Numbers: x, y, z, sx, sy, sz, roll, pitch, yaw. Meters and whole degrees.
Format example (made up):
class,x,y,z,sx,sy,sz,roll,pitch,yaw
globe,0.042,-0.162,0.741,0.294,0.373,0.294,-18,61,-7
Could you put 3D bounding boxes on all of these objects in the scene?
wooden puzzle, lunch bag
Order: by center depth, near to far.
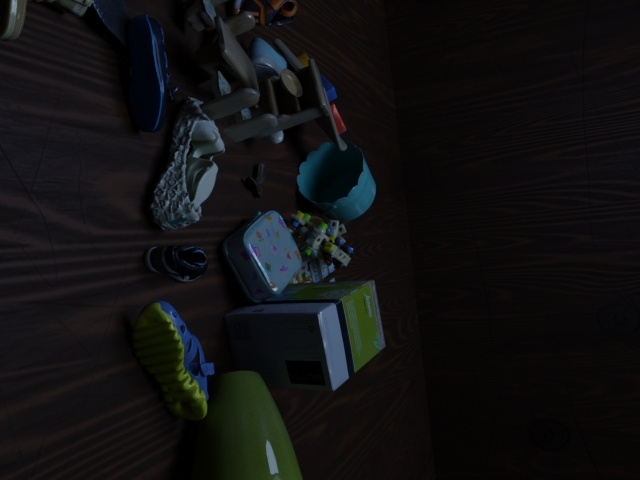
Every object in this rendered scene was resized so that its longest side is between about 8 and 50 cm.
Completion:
class,x,y,z,sx,sy,sz,roll,pitch,yaw
lunch bag,-0.169,0.038,1.721,0.224,0.108,0.279,59,24,-11
wooden puzzle,-0.017,-0.519,2.034,0.322,0.080,0.348,56,-2,35

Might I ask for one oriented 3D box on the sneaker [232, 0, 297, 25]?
class,x,y,z,sx,sy,sz,roll,pitch,yaw
sneaker,-0.153,-0.785,1.881,0.124,0.180,0.321,91,13,-55

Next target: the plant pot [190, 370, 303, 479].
class,x,y,z,sx,sy,sz,roll,pitch,yaw
plant pot,-0.195,0.487,1.436,0.275,0.275,0.293,45,29,-55

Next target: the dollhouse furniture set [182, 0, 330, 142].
class,x,y,z,sx,sy,sz,roll,pitch,yaw
dollhouse furniture set,-0.162,-0.470,1.617,0.394,0.256,0.362,45,29,-66

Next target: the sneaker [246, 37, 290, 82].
class,x,y,z,sx,sy,sz,roll,pitch,yaw
sneaker,-0.132,-0.544,1.960,0.366,0.135,0.150,48,38,-60

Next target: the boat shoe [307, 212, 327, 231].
class,x,y,z,sx,sy,sz,roll,pitch,yaw
boat shoe,-0.018,-0.057,2.188,0.073,0.073,0.207,53,4,30

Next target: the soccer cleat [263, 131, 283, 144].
class,x,y,z,sx,sy,sz,roll,pitch,yaw
soccer cleat,-0.170,-0.377,1.838,0.076,0.068,0.196,83,-14,-46

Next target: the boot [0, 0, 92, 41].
class,x,y,z,sx,sy,sz,roll,pitch,yaw
boot,-0.525,-0.464,1.086,0.203,0.095,0.262,22,60,-65

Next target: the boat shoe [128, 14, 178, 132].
class,x,y,z,sx,sy,sz,roll,pitch,yaw
boat shoe,-0.377,-0.379,1.334,0.089,0.109,0.258,-31,129,-68

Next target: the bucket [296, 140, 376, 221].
class,x,y,z,sx,sy,sz,roll,pitch,yaw
bucket,0.066,-0.215,2.170,0.183,0.281,0.281,49,41,-54

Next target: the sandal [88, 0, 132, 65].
class,x,y,z,sx,sy,sz,roll,pitch,yaw
sandal,-0.464,-0.485,1.292,0.254,0.054,0.097,67,34,-54

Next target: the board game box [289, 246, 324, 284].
class,x,y,z,sx,sy,sz,roll,pitch,yaw
board game box,-0.072,0.136,2.020,0.305,0.053,0.193,-29,111,-65

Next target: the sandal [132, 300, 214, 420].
class,x,y,z,sx,sy,sz,roll,pitch,yaw
sandal,-0.328,0.261,1.332,0.138,0.126,0.317,-68,152,-54

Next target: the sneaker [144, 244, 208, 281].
class,x,y,z,sx,sy,sz,roll,pitch,yaw
sneaker,-0.310,0.056,1.406,0.217,0.121,0.079,16,71,-65

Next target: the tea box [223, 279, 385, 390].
class,x,y,z,sx,sy,sz,roll,pitch,yaw
tea box,-0.037,0.262,1.669,0.323,0.329,0.220,-22,104,-57

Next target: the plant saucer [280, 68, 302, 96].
class,x,y,z,sx,sy,sz,roll,pitch,yaw
plant saucer,-0.082,-0.418,1.544,0.083,0.015,0.083,35,42,-38

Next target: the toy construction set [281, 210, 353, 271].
class,x,y,z,sx,sy,sz,roll,pitch,yaw
toy construction set,0.000,0.000,2.009,0.328,0.215,0.151,9,108,-60

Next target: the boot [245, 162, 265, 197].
class,x,y,z,sx,sy,sz,roll,pitch,yaw
boot,-0.202,-0.208,1.828,0.106,0.037,0.114,70,27,-59

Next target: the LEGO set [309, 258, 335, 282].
class,x,y,z,sx,sy,sz,roll,pitch,yaw
LEGO set,0.038,0.175,2.128,0.182,0.060,0.244,-30,113,-62

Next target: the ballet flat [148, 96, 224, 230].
class,x,y,z,sx,sy,sz,roll,pitch,yaw
ballet flat,-0.310,-0.198,1.461,0.147,0.147,0.409,53,37,-50
